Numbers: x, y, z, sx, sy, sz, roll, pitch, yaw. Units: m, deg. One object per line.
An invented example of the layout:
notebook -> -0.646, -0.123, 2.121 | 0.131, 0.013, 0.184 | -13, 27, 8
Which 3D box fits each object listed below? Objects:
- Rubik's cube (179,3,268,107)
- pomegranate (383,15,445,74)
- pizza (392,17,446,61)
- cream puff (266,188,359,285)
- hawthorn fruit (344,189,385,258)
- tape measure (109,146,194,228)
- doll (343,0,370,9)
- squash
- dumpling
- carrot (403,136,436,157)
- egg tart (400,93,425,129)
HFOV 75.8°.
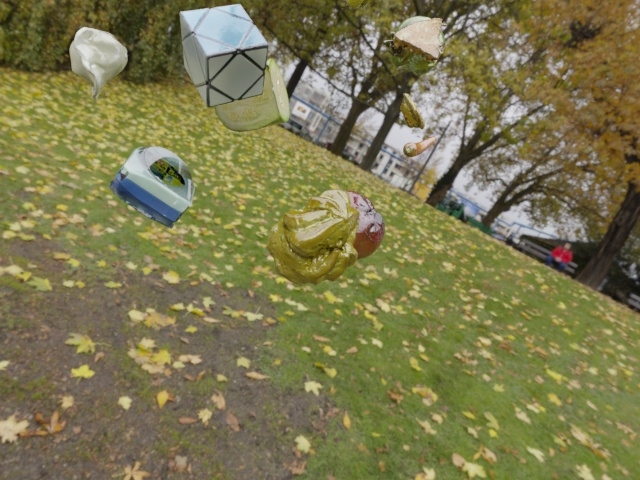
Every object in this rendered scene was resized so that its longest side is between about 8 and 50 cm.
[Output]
Rubik's cube -> -0.306, -0.582, 1.301 | 0.205, 0.205, 0.207 | 59, -24, 17
pomegranate -> 0.425, -0.906, 1.910 | 0.260, 0.260, 0.341 | 35, 32, 33
pizza -> 0.357, -0.666, 1.401 | 0.062, 0.188, 0.198 | 64, 9, -60
cream puff -> -0.003, 0.008, 1.304 | 0.274, 0.323, 0.270 | 60, -10, -5
hawthorn fruit -> 0.111, -0.058, 1.678 | 0.312, 0.294, 0.295 | 0, -15, 43
tape measure -> -0.592, -0.217, 1.512 | 0.259, 0.138, 0.262 | 38, 28, -28
doll -> 0.118, -0.661, 0.943 | 0.143, 0.221, 0.135 | -33, 89, -38
squash -> -0.295, -0.543, 1.589 | 0.309, 0.233, 0.210 | -8, 19, 12
dumpling -> -0.818, -0.645, 1.534 | 0.187, 0.242, 0.318 | -4, 3, -20
carrot -> 0.408, -0.386, 1.704 | 0.062, 0.066, 0.271 | 8, 21, 36
egg tart -> 0.282, -0.399, 1.294 | 0.128, 0.049, 0.128 | 55, 15, -23
